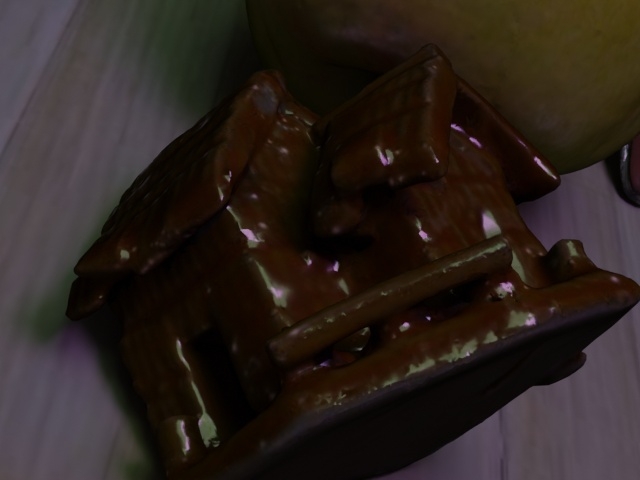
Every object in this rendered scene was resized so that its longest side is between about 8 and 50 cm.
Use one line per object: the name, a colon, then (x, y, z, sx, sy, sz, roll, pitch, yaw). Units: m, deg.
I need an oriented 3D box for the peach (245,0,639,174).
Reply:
peach: (0.097, -0.191, 0.820, 0.314, 0.281, 0.316, 34, 56, -46)

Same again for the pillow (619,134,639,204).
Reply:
pillow: (0.324, -0.102, 1.021, 0.179, 0.075, 0.171, 6, 77, -19)

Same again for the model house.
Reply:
model house: (0.001, 0.001, 0.625, 0.219, 0.199, 0.229, 2, 50, -50)
